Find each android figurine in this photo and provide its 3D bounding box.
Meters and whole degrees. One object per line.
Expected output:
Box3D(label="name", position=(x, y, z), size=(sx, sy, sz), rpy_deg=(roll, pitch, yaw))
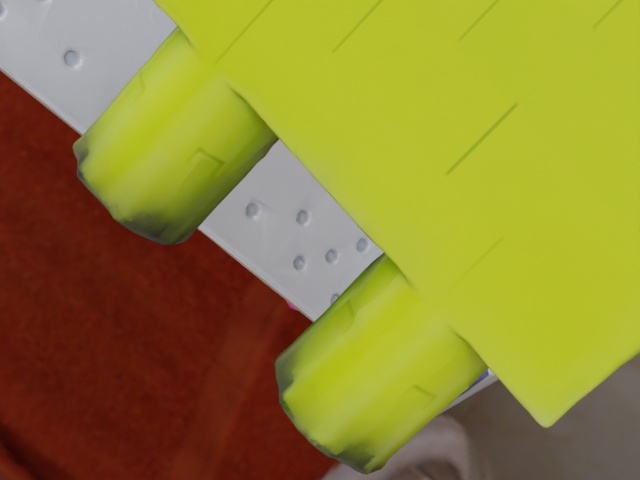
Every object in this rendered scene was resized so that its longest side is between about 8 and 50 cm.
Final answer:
Box3D(label="android figurine", position=(0.061, -0.072, 0.356), size=(0.273, 0.248, 0.056), rpy_deg=(-44, -9, 23))

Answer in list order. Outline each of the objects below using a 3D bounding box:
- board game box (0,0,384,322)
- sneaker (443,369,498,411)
Box3D(label="board game box", position=(-0.023, -0.201, 0.950), size=(0.050, 0.390, 0.390), rpy_deg=(12, 67, 51))
Box3D(label="sneaker", position=(0.000, -0.001, 1.161), size=(0.127, 0.315, 0.182), rpy_deg=(-38, -27, 22))
